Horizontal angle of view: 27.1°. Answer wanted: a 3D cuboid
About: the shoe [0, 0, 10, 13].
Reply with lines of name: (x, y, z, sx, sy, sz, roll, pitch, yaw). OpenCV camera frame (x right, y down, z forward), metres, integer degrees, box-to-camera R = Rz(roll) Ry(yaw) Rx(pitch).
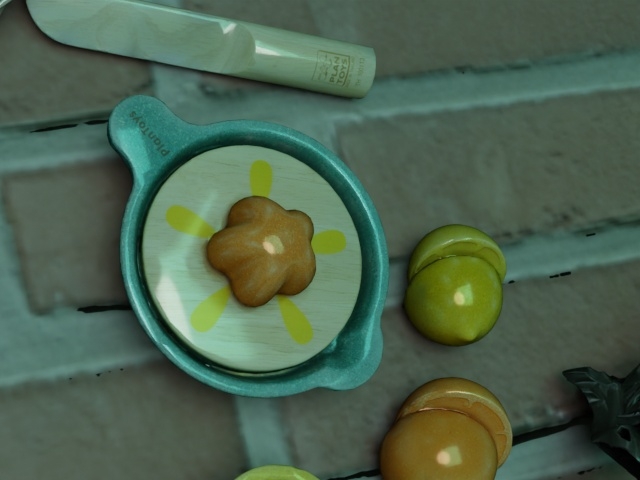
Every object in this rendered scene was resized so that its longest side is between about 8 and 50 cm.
shoe: (-0.215, -0.098, 0.586, 0.219, 0.058, 0.076, -35, 135, -29)

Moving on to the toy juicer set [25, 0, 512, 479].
toy juicer set: (0.000, 0.000, 0.651, 0.209, 0.089, 0.329, -13, 82, -25)

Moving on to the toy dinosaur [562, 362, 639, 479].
toy dinosaur: (0.254, 0.064, 0.662, 0.164, 0.218, 0.322, 52, 20, 13)
